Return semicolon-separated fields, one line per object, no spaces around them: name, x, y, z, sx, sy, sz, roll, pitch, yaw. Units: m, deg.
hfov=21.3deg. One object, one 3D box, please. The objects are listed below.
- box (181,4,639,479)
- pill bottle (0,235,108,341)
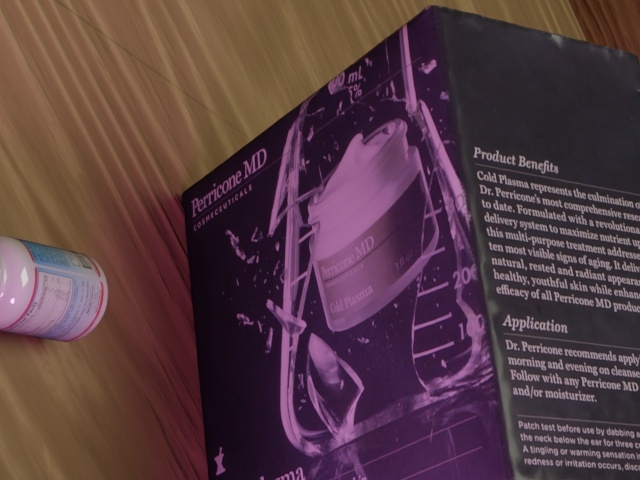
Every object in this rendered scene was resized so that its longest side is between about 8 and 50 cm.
box;0.112;0.094;1.739;0.297;0.480;0.472;10;62;-34
pill bottle;-0.277;0.043;1.567;0.160;0.087;0.087;17;58;-55
